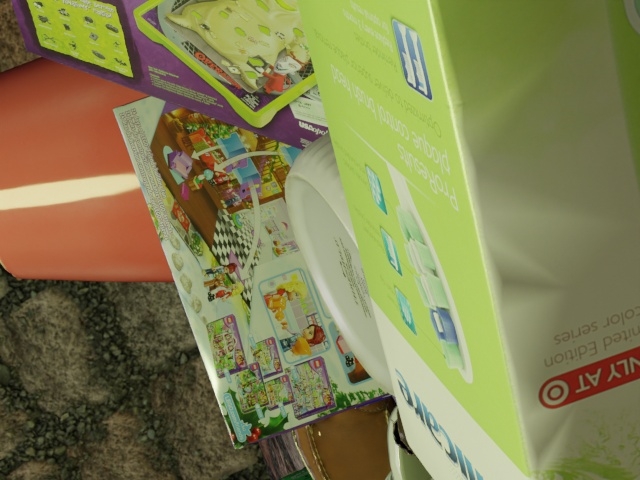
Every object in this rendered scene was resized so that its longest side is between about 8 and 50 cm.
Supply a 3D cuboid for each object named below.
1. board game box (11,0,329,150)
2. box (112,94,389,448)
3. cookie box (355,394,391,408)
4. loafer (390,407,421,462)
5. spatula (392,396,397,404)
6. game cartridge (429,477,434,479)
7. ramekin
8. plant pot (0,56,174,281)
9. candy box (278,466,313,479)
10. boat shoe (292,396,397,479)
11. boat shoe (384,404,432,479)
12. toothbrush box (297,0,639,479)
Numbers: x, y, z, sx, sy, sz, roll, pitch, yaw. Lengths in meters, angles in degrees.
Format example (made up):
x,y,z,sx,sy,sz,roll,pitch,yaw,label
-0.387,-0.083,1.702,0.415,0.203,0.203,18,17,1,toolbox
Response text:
x,y,z,sx,sy,sz,roll,pitch,yaw,label
-0.089,-0.174,1.103,0.347,0.056,0.208,21,151,20,board game box
-0.024,-0.002,1.223,0.057,0.201,0.293,80,170,-88,box
0.052,0.079,1.301,0.040,0.092,0.107,99,151,-64,cookie box
0.103,0.150,1.191,0.220,0.078,0.080,109,140,-75,loafer
0.095,0.170,1.472,0.168,0.019,0.242,164,90,-81,spatula
0.153,0.203,0.887,0.355,0.068,0.230,117,139,-56,game cartridge
0.061,0.006,0.986,0.207,0.109,0.207,58,165,25,ramekin
-0.185,-0.075,1.425,0.275,0.243,0.275,-9,-90,-87,plant pot
0.063,0.400,1.781,0.317,0.122,0.268,167,82,-79,candy box
0.010,0.134,1.460,0.104,0.111,0.307,30,-136,-87,boat shoe
0.094,0.237,1.359,0.081,0.079,0.227,11,126,51,boat shoe
0.106,-0.070,0.379,0.122,0.206,0.283,-129,22,-61,toothbrush box
